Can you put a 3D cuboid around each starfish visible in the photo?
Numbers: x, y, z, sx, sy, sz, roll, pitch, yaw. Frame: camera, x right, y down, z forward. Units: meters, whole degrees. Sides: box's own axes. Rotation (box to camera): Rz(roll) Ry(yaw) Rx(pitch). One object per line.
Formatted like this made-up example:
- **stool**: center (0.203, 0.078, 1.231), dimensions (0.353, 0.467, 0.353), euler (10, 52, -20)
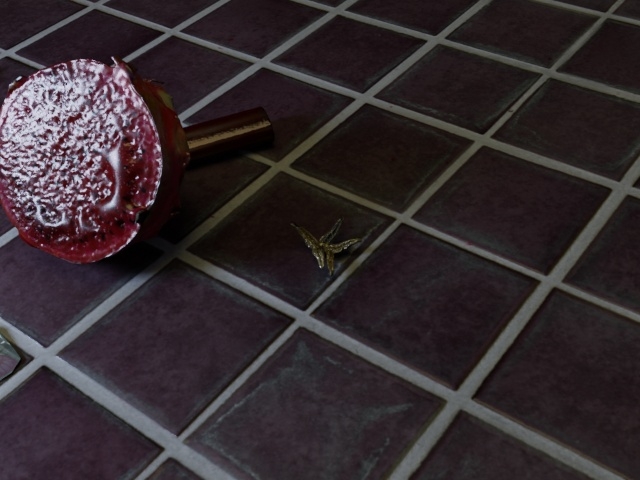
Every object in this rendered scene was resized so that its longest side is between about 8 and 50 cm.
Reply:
- **starfish**: center (0.001, 0.003, 1.519), dimensions (0.130, 0.041, 0.133), euler (26, 49, 22)

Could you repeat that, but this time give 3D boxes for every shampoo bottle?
- **shampoo bottle**: center (-0.234, -0.214, 1.768), dimensions (0.260, 0.064, 0.102), euler (-17, 44, -13)

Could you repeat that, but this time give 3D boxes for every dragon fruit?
- **dragon fruit**: center (-0.397, -0.151, 1.541), dimensions (0.371, 0.386, 0.249), euler (40, 17, 11)

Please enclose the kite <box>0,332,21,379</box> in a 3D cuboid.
- **kite**: center (-0.662, 0.251, 1.331), dimensions (0.204, 0.022, 0.360), euler (27, 51, 23)
